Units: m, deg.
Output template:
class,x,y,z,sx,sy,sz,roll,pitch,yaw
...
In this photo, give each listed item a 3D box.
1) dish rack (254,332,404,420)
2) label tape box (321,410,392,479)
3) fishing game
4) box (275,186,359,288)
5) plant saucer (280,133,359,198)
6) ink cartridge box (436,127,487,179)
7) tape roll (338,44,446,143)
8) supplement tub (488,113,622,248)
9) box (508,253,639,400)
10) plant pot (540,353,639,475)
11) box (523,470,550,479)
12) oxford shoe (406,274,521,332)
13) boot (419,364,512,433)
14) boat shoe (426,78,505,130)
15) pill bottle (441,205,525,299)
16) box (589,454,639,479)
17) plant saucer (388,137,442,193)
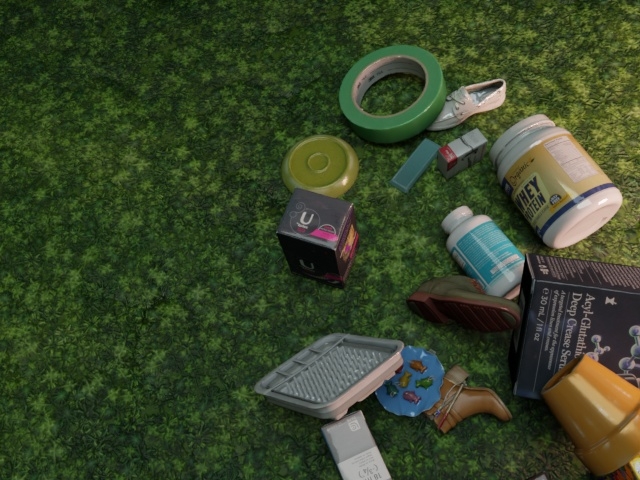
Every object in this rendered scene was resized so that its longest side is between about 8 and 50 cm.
class,x,y,z,sx,sy,sz,roll,pitch,yaw
dish rack,0.026,0.328,1.565,0.286,0.333,0.072,-30,103,-32
label tape box,0.118,0.576,1.468,0.106,0.240,0.333,-23,65,-6
fishing game,0.223,0.348,1.641,0.264,0.041,0.189,24,71,34
box,0.000,0.000,1.735,0.165,0.270,0.143,16,68,15
plant saucer,-0.004,-0.229,1.974,0.241,0.037,0.240,-2,65,5
ink cartridge box,0.411,-0.252,1.897,0.135,0.099,0.056,-30,65,-6
tape roll,0.218,-0.449,1.989,0.322,0.077,0.321,-10,61,18
supplement tub,0.622,-0.161,1.757,0.228,0.228,0.316,-27,64,-6
box,0.661,0.217,1.512,0.396,0.212,0.293,7,107,10
plant pot,0.576,0.349,1.367,0.205,0.205,0.188,-40,76,-12
box,0.440,0.638,1.437,0.203,0.167,0.168,-27,65,-6
oxford shoe,0.363,0.138,1.624,0.130,0.123,0.348,-51,29,-21
boot,0.355,0.419,1.607,0.152,0.073,0.197,-45,56,-15
boat shoe,0.430,-0.423,1.977,0.277,0.096,0.098,-24,66,-4
pill bottle,0.435,0.033,1.734,0.146,0.146,0.264,-31,66,-8
box,0.744,0.576,1.360,0.177,0.290,0.279,-20,65,-3
plant saucer,0.285,-0.228,1.948,0.067,0.018,0.192,34,74,20
